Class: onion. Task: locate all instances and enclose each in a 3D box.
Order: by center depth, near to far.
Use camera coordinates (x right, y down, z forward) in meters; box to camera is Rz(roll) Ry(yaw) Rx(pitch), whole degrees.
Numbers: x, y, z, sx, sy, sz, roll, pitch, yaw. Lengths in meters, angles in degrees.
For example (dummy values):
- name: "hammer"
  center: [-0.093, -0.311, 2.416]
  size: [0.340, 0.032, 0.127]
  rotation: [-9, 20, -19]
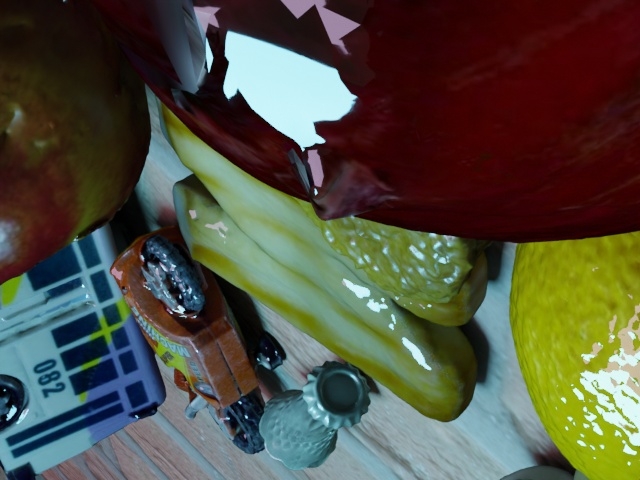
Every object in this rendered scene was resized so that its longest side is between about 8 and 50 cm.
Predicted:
- name: "onion"
  center: [0.061, -0.152, 0.444]
  size: [0.341, 0.341, 0.341]
  rotation: [42, 156, 24]

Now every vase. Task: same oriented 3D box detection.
- name: "vase"
  center: [-0.001, 0.157, 1.340]
  size: [0.081, 0.081, 0.148]
  rotation: [50, 154, 6]

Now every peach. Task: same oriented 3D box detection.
- name: "peach"
  center: [-0.313, -0.160, 1.127]
  size: [0.353, 0.339, 0.416]
  rotation: [-24, 95, 50]

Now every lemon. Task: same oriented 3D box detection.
- name: "lemon"
  center: [0.175, 0.024, 0.629]
  size: [0.188, 0.188, 0.256]
  rotation: [43, 148, 22]

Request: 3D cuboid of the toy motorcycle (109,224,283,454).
- name: "toy motorcycle"
  center: [-0.125, 0.089, 1.454]
  size: [0.171, 0.089, 0.298]
  rotation: [33, 152, 42]

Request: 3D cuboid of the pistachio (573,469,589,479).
- name: "pistachio"
  center: [0.221, 0.155, 0.858]
  size: [0.149, 0.113, 0.113]
  rotation: [40, 156, 10]

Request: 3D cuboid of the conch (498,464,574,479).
- name: "conch"
  center: [0.176, 0.236, 1.084]
  size: [0.104, 0.094, 0.176]
  rotation: [-22, 115, 26]

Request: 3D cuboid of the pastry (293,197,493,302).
- name: "pastry"
  center: [0.047, -0.060, 0.861]
  size: [0.189, 0.103, 0.188]
  rotation: [42, 157, 23]

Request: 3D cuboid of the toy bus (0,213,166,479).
- name: "toy bus"
  center: [-0.319, 0.029, 1.525]
  size: [0.209, 0.249, 0.440]
  rotation: [53, 162, 45]

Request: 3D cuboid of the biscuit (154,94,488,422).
- name: "biscuit"
  center: [0.000, 0.000, 1.072]
  size: [0.291, 0.062, 0.237]
  rotation: [34, 153, 24]
